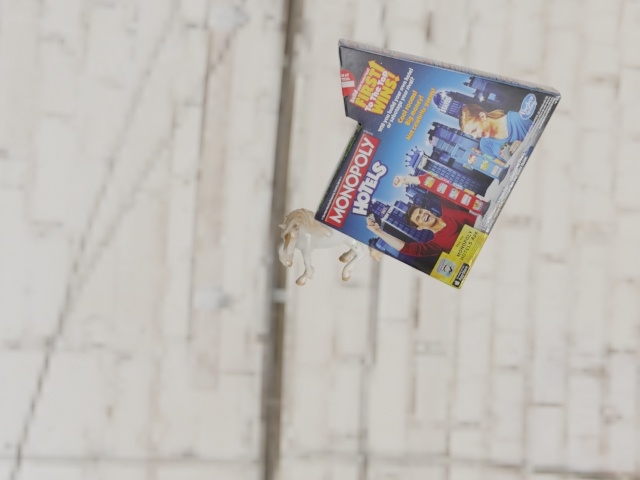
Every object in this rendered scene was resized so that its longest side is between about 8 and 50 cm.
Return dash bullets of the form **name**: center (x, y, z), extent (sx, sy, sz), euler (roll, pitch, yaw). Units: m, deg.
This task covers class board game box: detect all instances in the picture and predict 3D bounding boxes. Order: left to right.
- **board game box**: center (0.080, -0.087, 1.657), extent (0.194, 0.194, 0.060), euler (-63, -177, 11)

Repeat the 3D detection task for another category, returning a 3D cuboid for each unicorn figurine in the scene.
- **unicorn figurine**: center (0.000, 0.000, 1.964), extent (0.060, 0.162, 0.111), euler (48, -35, 27)
